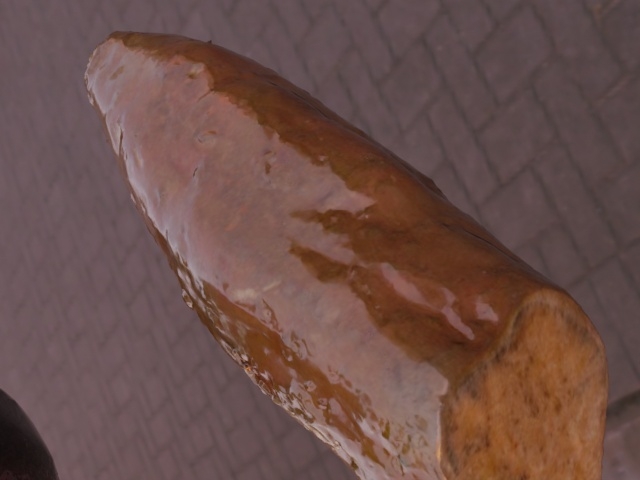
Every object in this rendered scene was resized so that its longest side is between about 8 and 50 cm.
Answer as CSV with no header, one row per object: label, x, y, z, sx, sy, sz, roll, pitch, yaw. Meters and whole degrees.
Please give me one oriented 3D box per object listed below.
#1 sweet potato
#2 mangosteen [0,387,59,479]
sweet potato,0.000,0.000,0.470,0.252,0.097,0.097,46,144,30
mangosteen,-0.377,0.261,1.176,0.307,0.307,0.347,129,153,-59
